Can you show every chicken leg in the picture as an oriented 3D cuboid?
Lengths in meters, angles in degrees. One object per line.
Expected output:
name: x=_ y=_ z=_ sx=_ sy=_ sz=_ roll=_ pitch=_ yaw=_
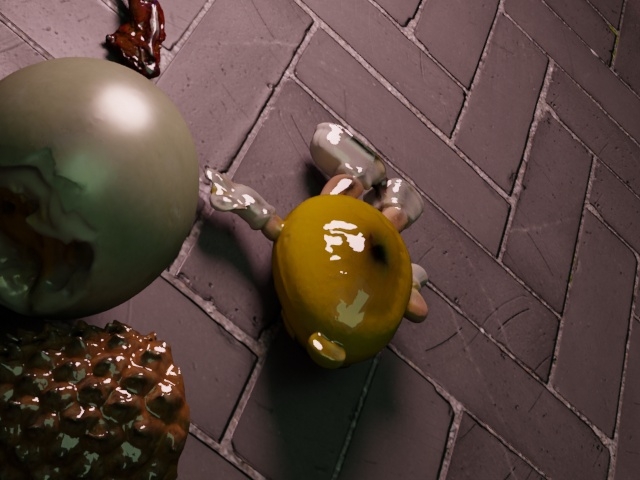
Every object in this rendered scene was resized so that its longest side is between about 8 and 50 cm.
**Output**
chicken leg: x=-0.265 y=-0.316 z=1.623 sx=0.093 sy=0.053 sz=0.205 roll=10 pitch=52 yaw=-22

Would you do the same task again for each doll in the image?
doll: x=0.025 y=-0.006 z=1.614 sx=0.348 sy=0.161 sz=0.423 roll=49 pitch=38 yaw=14

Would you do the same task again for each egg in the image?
egg: x=-0.273 y=-0.069 z=1.275 sx=0.278 sy=0.278 sz=0.336 roll=47 pitch=27 yaw=-9

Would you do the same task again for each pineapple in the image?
pineapple: x=-0.327 y=0.174 z=1.133 sx=0.357 sy=0.223 sz=0.223 roll=10 pitch=56 yaw=-26
